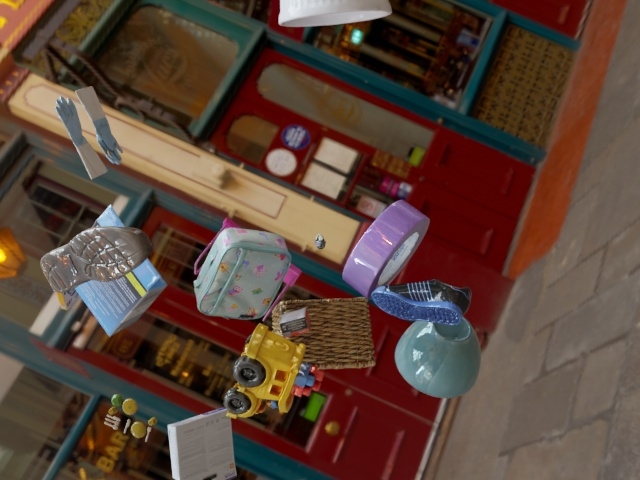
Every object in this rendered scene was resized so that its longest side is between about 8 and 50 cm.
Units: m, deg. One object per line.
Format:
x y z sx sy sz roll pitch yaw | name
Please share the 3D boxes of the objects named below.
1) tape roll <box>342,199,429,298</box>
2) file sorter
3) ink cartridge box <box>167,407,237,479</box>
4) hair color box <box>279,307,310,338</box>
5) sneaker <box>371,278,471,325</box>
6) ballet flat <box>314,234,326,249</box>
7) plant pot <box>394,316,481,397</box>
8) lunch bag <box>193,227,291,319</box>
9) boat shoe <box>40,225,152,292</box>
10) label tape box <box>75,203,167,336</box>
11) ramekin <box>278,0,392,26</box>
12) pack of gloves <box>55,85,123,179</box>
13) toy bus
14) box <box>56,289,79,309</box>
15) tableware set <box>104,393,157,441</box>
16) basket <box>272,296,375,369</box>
0.179 0.026 1.831 0.275 0.090 0.275 -46 -18 -19 | tape roll
-0.239 0.105 2.165 0.182 0.291 0.202 -54 -1 -17 | file sorter
-0.366 0.657 2.101 0.223 0.045 0.223 -4 -92 -49 | ink cartridge box
-0.066 0.215 1.762 0.141 0.072 0.043 -73 -33 -87 | hair color box
0.234 0.131 1.553 0.090 0.232 0.081 -51 -43 -36 | sneaker
0.000 0.000 2.297 0.114 0.041 0.041 -105 38 -78 | ballet flat
0.412 0.348 2.252 0.290 0.290 0.195 -63 -11 -48 | plant pot
-0.224 0.101 1.876 0.279 0.224 0.108 -61 36 29 | lunch bag
-0.519 0.026 1.604 0.130 0.355 0.132 -35 -71 -54 | boat shoe
-0.565 0.079 1.917 0.348 0.249 0.115 -43 -8 36 | label tape box
0.029 -0.602 1.628 0.277 0.277 0.135 -57 -38 -74 | ramekin
-0.642 -0.294 1.852 0.195 0.046 0.232 -58 -52 -65 | pack of gloves
-0.108 0.341 1.633 0.149 0.212 0.220 -71 2 -66 | toy bus
-0.818 0.161 2.183 0.081 0.028 0.136 -65 -20 -48 | box
-0.558 0.521 1.995 0.024 0.154 0.104 5 -76 -79 | tableware set
0.000 0.310 2.134 0.213 0.299 0.223 130 137 -68 | basket
